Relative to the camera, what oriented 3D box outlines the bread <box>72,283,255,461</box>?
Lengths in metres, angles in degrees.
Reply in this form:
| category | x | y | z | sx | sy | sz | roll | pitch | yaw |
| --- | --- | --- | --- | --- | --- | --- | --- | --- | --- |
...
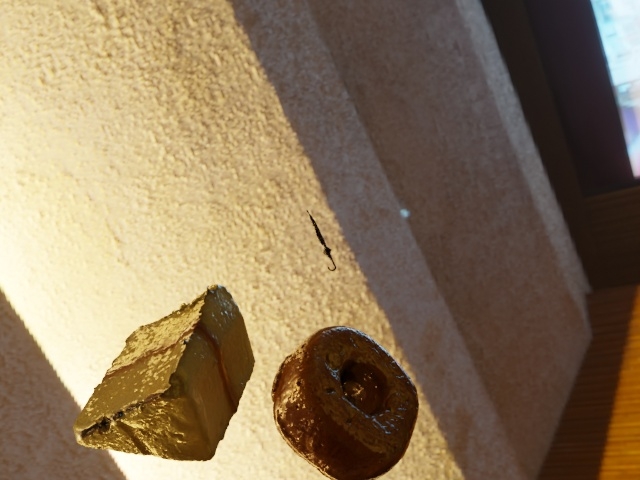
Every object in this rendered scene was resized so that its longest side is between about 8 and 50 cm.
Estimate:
| category | x | y | z | sx | sy | sz | roll | pitch | yaw |
| --- | --- | --- | --- | --- | --- | --- | --- | --- | --- |
| bread | -0.264 | 0.201 | 1.381 | 0.263 | 0.236 | 0.198 | -68 | -28 | -54 |

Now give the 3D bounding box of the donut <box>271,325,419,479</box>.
| category | x | y | z | sx | sy | sz | roll | pitch | yaw |
| --- | --- | --- | --- | --- | --- | --- | --- | --- | --- |
| donut | 0.036 | 0.227 | 1.200 | 0.227 | 0.114 | 0.226 | 25 | -140 | -23 |

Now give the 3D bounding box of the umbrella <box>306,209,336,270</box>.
| category | x | y | z | sx | sy | sz | roll | pitch | yaw |
| --- | --- | --- | --- | --- | --- | --- | --- | --- | --- |
| umbrella | 0.004 | -0.001 | 1.788 | 0.022 | 0.022 | 0.148 | -68 | -38 | -61 |
